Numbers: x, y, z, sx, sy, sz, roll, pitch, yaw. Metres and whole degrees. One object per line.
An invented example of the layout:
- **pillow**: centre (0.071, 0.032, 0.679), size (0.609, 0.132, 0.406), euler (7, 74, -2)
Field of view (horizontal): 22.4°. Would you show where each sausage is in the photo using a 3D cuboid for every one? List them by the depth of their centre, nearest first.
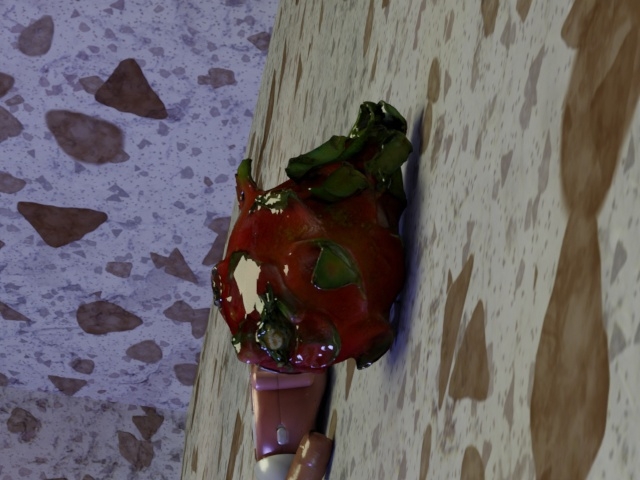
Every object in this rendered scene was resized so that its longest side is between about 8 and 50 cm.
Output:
- **sausage**: centre (-0.031, 0.294, 1.780), size (0.043, 0.043, 0.186), euler (-106, 37, -74)

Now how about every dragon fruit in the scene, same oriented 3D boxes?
- **dragon fruit**: centre (0.001, -0.004, 1.484), size (0.200, 0.198, 0.269), euler (-52, -15, -82)

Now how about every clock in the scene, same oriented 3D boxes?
- **clock**: centre (-0.038, 0.204, 1.892), size (0.166, 0.092, 0.162), euler (-107, 17, -74)
